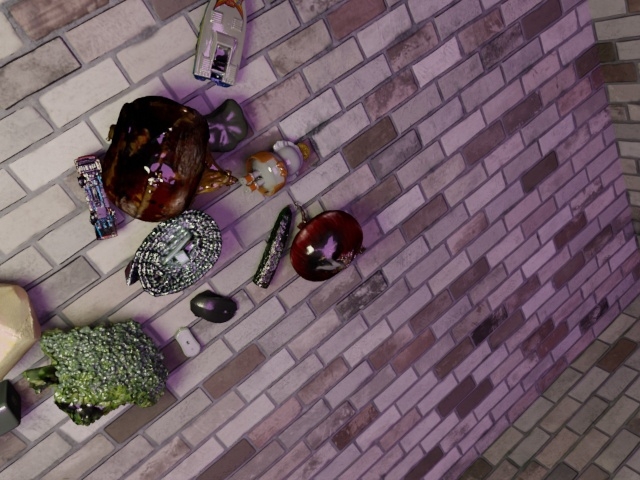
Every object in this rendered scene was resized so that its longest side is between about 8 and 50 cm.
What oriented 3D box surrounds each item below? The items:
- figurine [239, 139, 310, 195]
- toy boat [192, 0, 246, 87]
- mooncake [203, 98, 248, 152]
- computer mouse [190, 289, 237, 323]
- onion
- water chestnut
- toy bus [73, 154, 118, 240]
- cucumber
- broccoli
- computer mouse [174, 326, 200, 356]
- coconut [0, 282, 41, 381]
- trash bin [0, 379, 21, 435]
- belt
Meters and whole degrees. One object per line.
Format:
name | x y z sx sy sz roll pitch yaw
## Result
figurine | -0.134 -0.234 1.536 0.272 0.143 0.143 -30 116 -18
toy boat | -0.278 -0.599 1.388 0.129 0.088 0.294 9 100 -30
mooncake | -0.302 -0.343 1.441 0.169 0.104 0.175 31 85 -25
computer mouse | -0.346 0.223 1.597 0.172 0.057 0.098 22 91 -34
onion | 0.000 0.000 1.657 0.273 0.285 0.273 -37 156 -19
water chestnut | -0.394 -0.200 1.298 0.347 0.335 0.334 18 95 -26
toy bus | -0.615 -0.119 1.337 0.074 0.096 0.234 -14 111 -23
cucumber | -0.152 0.019 1.642 0.068 0.068 0.293 20 93 -31
broccoli | -0.621 0.363 1.369 0.318 0.338 0.276 -12 81 -3
computer mouse | -0.438 0.329 1.594 0.056 0.032 0.110 -32 106 -18
coconut | -0.846 0.219 1.232 0.233 0.233 0.245 37 86 -31
trash bin | -0.937 0.491 1.291 0.236 0.177 0.101 -27 113 -23
belt | -0.423 0.042 1.446 0.207 0.160 0.295 40 82 -11
